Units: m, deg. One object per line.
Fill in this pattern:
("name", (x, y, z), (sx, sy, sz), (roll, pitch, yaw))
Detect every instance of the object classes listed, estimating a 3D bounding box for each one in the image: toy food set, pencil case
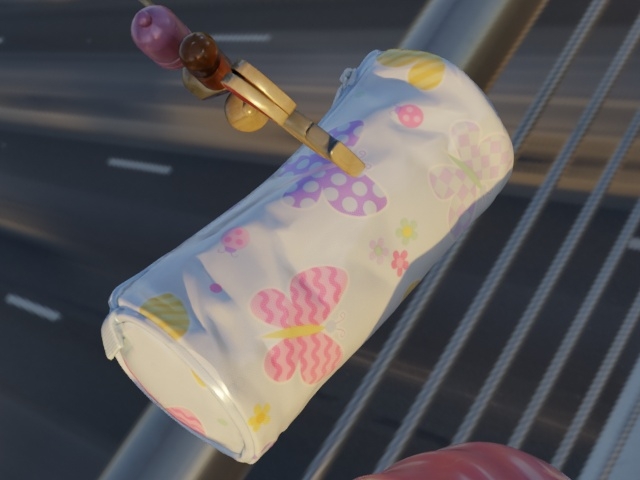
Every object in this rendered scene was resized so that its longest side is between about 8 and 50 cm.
("toy food set", (-0.039, -0.061, 0.392), (0.019, 0.078, 0.122), (-51, 35, 1))
("pencil case", (0.000, 0.000, 0.605), (0.273, 0.124, 0.113), (-47, 19, -26))

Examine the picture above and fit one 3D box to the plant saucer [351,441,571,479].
("plant saucer", (0.022, 0.254, 0.515), (0.332, 0.084, 0.332), (-54, 20, 30))
